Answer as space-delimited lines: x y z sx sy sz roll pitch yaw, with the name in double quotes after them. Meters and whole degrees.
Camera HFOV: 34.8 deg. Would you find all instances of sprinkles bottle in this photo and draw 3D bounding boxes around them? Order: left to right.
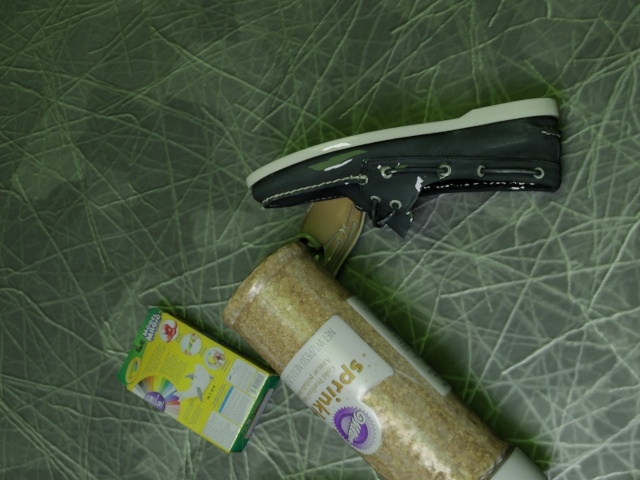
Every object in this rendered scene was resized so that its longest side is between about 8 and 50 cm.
0.061 0.159 1.033 0.355 0.121 0.121 44 96 12 "sprinkles bottle"

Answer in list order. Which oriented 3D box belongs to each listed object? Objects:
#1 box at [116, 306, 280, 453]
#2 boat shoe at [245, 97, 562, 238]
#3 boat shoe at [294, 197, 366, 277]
-0.146 0.160 1.190 0.179 0.043 0.105 28 90 21 "box"
0.095 -0.061 1.086 0.340 0.127 0.113 -12 86 -4 "boat shoe"
0.000 0.000 1.149 0.068 0.072 0.190 16 85 23 "boat shoe"
